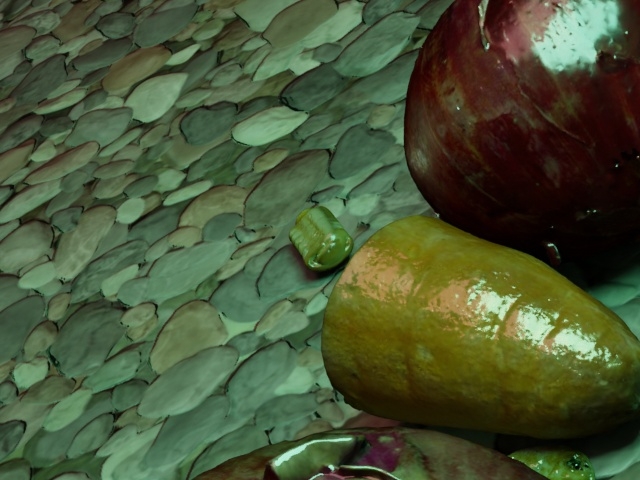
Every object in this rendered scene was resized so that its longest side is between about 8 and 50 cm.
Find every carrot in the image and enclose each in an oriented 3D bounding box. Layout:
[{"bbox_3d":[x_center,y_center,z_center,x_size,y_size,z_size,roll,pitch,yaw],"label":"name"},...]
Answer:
[{"bbox_3d":[0.136,0.085,1.306,0.225,0.159,0.159,20,55,37],"label":"carrot"}]

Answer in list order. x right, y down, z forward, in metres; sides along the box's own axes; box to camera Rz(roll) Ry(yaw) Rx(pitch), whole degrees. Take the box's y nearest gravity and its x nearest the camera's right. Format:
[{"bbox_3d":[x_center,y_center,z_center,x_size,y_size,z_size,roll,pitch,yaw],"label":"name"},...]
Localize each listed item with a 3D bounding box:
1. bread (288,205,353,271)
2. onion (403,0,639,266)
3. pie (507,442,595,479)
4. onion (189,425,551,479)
[{"bbox_3d":[0.000,0.000,1.616,0.049,0.033,0.088,-44,28,2],"label":"bread"},{"bbox_3d":[0.195,-0.115,1.408,0.276,0.276,0.276,-20,33,13],"label":"onion"},{"bbox_3d":[0.153,0.175,1.261,0.085,0.017,0.085,-19,33,13],"label":"pie"},{"bbox_3d":[0.024,0.263,0.961,0.353,0.354,0.354,-20,33,13],"label":"onion"}]
